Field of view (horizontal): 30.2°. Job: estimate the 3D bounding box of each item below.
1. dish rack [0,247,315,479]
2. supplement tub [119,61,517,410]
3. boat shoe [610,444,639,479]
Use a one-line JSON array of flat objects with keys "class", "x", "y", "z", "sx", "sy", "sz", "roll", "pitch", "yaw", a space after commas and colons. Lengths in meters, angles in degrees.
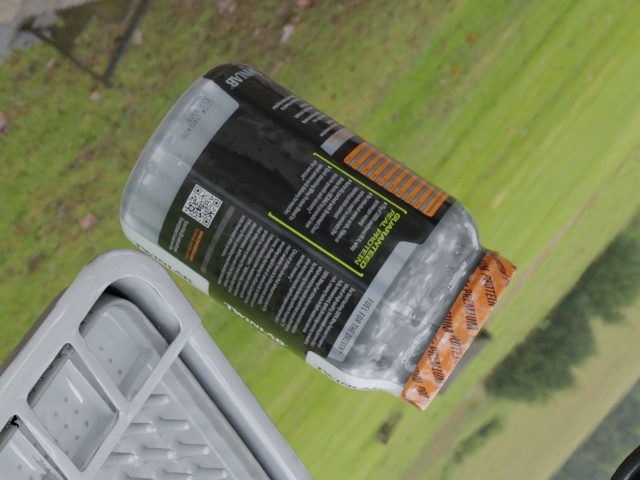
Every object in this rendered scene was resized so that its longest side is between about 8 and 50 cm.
[{"class": "dish rack", "x": -0.121, "y": 0.204, "z": 0.737, "sx": 0.333, "sy": 0.072, "sz": 0.285, "roll": 57, "pitch": 41, "yaw": -28}, {"class": "supplement tub", "x": 0.000, "y": 0.000, "z": 1.041, "sx": 0.193, "sy": 0.316, "sz": 0.193, "roll": -54, "pitch": 172, "yaw": -12}, {"class": "boat shoe", "x": 0.207, "y": 0.057, "z": 0.343, "sx": 0.340, "sy": 0.113, "sz": 0.127, "roll": 148, "pitch": -54, "yaw": -60}]
